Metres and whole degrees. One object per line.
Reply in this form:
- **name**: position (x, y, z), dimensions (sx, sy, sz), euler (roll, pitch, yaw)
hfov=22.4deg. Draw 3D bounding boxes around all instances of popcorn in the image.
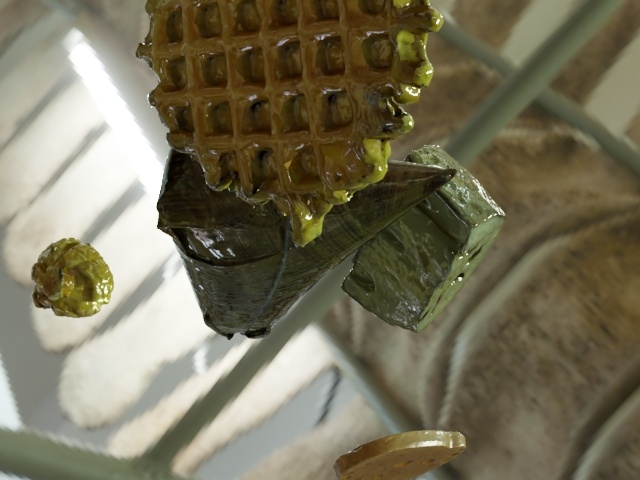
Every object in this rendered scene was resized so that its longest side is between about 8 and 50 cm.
- **popcorn**: position (-0.243, 0.036, 1.561), dimensions (0.084, 0.084, 0.084), euler (-35, -149, 25)

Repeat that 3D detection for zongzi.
- **zongzi**: position (0.000, 0.000, 1.682), dimensions (0.300, 0.286, 0.138), euler (-3, -122, 7)

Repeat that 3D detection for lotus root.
- **lotus root**: position (0.122, -0.005, 1.828), dimensions (0.138, 0.119, 0.235), euler (-38, 162, -37)

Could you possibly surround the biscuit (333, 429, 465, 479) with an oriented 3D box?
- **biscuit**: position (0.062, 0.204, 1.508), dimensions (0.118, 0.140, 0.023), euler (-32, -114, 29)

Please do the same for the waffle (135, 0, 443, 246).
- **waffle**: position (-0.030, -0.138, 1.159), dimensions (0.245, 0.052, 0.254), euler (50, -55, 20)
